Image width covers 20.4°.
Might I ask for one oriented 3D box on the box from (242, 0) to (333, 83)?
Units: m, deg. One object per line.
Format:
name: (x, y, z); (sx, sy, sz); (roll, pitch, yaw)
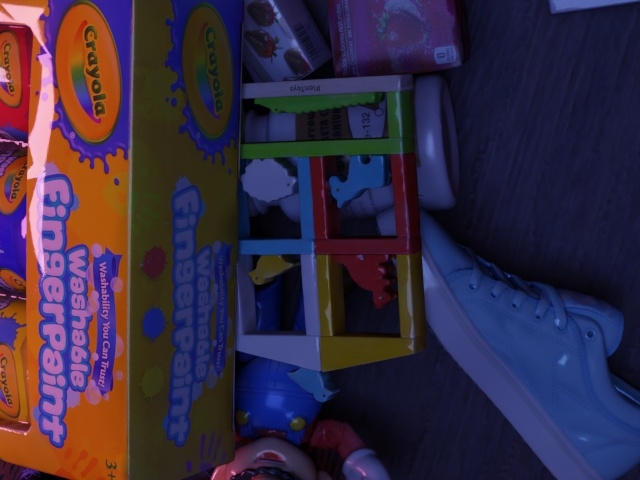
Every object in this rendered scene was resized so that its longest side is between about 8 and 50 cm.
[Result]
box: (-0.098, -0.293, 1.685); (0.063, 0.067, 0.324); (-27, 98, 25)

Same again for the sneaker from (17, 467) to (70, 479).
sneaker: (-0.263, 0.337, 1.832); (0.081, 0.090, 0.232); (-19, 95, 11)

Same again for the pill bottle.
pill bottle: (0.012, -0.083, 1.700); (0.229, 0.131, 0.131); (-6, 98, 11)

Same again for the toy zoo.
toy zoo: (0.000, 0.000, 1.610); (0.192, 0.030, 0.293); (-1, 96, 28)

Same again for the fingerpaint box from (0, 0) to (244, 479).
fingerpaint box: (-0.264, -0.022, 1.666); (0.371, 0.163, 0.445); (9, 102, 35)

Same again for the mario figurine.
mario figurine: (-0.039, 0.174, 1.715); (0.198, 0.170, 0.320); (1, 86, 43)

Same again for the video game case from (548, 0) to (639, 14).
video game case: (0.317, -0.359, 1.645); (0.244, 0.061, 0.269); (-7, 97, 9)

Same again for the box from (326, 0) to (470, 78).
box: (0.066, -0.283, 1.662); (0.122, 0.128, 0.257); (-6, 98, 10)

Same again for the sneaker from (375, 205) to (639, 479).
sneaker: (0.200, 0.079, 1.687); (0.150, 0.135, 0.366); (-38, 112, 6)

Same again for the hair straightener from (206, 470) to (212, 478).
hair straightener: (-0.088, 0.300, 1.831); (0.230, 0.047, 0.089); (35, 76, 8)
